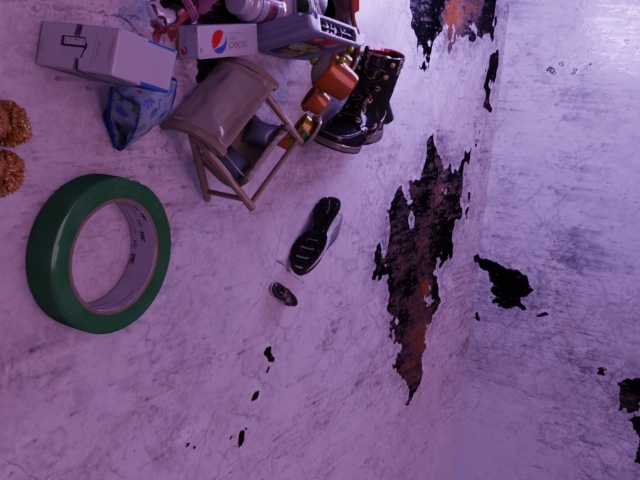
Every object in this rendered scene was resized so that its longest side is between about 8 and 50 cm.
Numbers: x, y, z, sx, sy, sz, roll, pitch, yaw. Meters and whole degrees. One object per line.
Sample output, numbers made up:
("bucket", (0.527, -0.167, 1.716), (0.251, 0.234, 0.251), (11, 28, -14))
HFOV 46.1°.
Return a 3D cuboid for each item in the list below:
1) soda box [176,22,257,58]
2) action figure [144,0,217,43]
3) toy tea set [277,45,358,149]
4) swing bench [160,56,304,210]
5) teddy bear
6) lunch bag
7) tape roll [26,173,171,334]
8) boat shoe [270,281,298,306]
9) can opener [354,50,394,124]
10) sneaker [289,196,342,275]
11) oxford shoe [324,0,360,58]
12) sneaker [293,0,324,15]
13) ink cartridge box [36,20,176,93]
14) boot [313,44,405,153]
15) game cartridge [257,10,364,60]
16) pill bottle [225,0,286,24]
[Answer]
("soda box", (-0.235, -0.459, 1.725), (0.216, 0.069, 0.074), (-26, 121, -54))
("action figure", (-0.283, -0.565, 1.543), (0.276, 0.247, 0.371), (57, 49, -82))
("toy tea set", (-0.036, -0.361, 1.917), (0.124, 0.200, 0.336), (34, 109, -19))
("swing bench", (-0.198, -0.253, 1.762), (0.253, 0.165, 0.255), (-58, 143, -30))
("teddy bear", (-0.592, -0.177, 1.190), (0.338, 0.113, 0.245), (46, 59, -55))
("lunch bag", (-0.371, -0.268, 1.543), (0.129, 0.096, 0.151), (-48, 167, -41))
("tape roll", (-0.443, 0.027, 1.537), (0.321, 0.077, 0.322), (-28, 124, -53))
("boat shoe", (-0.104, 0.158, 2.176), (0.046, 0.038, 0.125), (-65, 147, -22))
("can opener", (0.162, -0.482, 2.391), (0.093, 0.074, 0.280), (-34, 136, -4))
("sneaker", (0.000, 0.000, 2.243), (0.272, 0.100, 0.108), (-60, 150, -28))
("oxford shoe", (0.054, -0.613, 2.161), (0.098, 0.097, 0.272), (-20, 131, -17))
("sneaker", (-0.034, -0.601, 2.019), (0.086, 0.064, 0.192), (-46, 131, -41))
("ink cartridge box", (-0.392, -0.336, 1.377), (0.148, 0.203, 0.086), (5, 98, -59))
("boot", (0.121, -0.412, 2.193), (0.377, 0.138, 0.284), (-26, 139, -58))
("game cartridge", (-0.038, -0.512, 1.906), (0.294, 0.195, 0.060), (-9, 95, -59))
("pill bottle", (-0.156, -0.563, 1.803), (0.152, 0.086, 0.086), (-8, 107, -58))
